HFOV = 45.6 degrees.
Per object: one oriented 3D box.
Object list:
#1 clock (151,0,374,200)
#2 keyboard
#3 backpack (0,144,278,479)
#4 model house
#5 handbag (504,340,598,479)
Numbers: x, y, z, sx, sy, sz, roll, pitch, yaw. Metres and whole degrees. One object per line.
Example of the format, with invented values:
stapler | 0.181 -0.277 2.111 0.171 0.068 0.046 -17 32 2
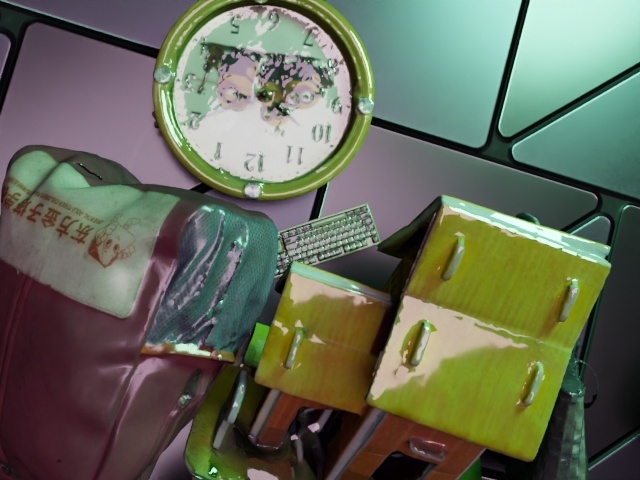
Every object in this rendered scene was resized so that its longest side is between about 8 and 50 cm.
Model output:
clock | -0.060 -0.156 0.815 0.237 0.057 0.237 0 88 -8
keyboard | 0.000 0.000 0.840 0.129 0.015 0.049 -17 91 -10
backpack | -0.193 0.091 0.694 0.197 0.283 0.317 14 94 -50
model house | 0.082 0.051 0.727 0.300 0.340 0.323 20 130 -8
handbag | 0.240 0.190 0.770 0.088 0.270 0.175 9 95 15
